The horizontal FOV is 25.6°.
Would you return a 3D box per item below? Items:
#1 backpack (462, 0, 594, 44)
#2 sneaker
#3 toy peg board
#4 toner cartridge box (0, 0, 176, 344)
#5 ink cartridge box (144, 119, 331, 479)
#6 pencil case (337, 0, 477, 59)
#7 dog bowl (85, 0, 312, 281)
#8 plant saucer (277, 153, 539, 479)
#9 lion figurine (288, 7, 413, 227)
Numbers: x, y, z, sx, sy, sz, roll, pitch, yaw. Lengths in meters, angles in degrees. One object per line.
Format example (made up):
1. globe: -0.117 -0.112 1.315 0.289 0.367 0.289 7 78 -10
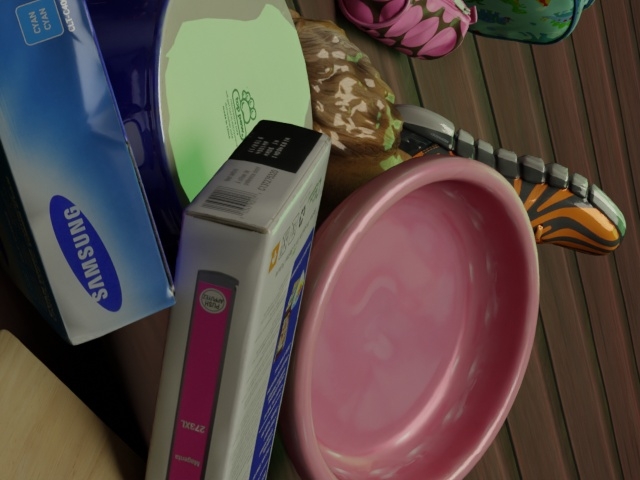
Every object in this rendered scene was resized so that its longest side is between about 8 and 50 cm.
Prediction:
1. backpack: 0.237 -0.401 1.737 0.355 0.290 0.273 18 80 -71
2. sneaker: 0.178 -0.010 1.571 0.124 0.321 0.180 123 -13 -64
3. toy peg board: -0.211 0.174 0.914 0.160 0.079 0.161 50 40 -31
4. toner cartridge box: -0.192 -0.123 0.844 0.075 0.165 0.347 -23 116 -19
5. ink cartridge box: -0.067 0.114 1.008 0.176 0.069 0.371 -60 161 -63
6. pencil case: 0.100 -0.265 1.592 0.209 0.098 0.095 3 85 -65
7. dog bowl: -0.106 -0.099 1.111 0.265 0.104 0.264 -2 90 -66
8. plant saucer: 0.070 0.082 1.266 0.332 0.084 0.332 -17 115 -42
9. lion figurine: 0.000 0.000 1.303 0.240 0.142 0.392 22 72 -56
